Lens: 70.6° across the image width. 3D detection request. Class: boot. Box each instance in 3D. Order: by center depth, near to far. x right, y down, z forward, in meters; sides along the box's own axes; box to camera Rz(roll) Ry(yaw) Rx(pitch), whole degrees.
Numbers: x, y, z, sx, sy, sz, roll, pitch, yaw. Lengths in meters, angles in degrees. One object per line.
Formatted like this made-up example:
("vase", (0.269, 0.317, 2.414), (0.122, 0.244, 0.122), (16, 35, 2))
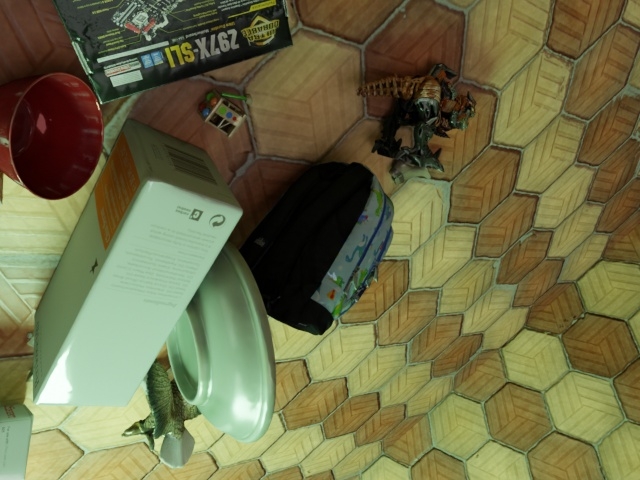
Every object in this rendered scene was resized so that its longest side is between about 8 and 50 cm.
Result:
("boot", (0.220, -0.167, 1.118), (0.087, 0.042, 0.118), (-39, 135, 9))

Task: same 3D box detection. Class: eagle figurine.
("eagle figurine", (-0.355, 0.361, 1.072), (0.225, 0.226, 0.298), (27, 114, -22))

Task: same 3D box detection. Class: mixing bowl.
("mixing bowl", (-0.412, -0.156, 0.649), (0.098, 0.181, 0.181), (13, 126, 7))

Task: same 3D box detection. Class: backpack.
("backpack", (0.000, 0.000, 0.946), (0.273, 0.290, 0.356), (30, 80, -45))

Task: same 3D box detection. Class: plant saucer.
("plant saucer", (-0.219, 0.192, 0.861), (0.100, 0.400, 0.400), (-8, 128, -32))

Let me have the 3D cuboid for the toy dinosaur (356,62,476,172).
("toy dinosaur", (0.204, -0.277, 0.973), (0.322, 0.164, 0.218), (10, 105, -17))

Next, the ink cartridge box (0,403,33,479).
("ink cartridge box", (-0.712, 0.389, 0.833), (0.289, 0.211, 0.122), (7, 77, -36))

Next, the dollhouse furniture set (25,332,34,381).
("dollhouse furniture set", (-0.584, 0.246, 0.914), (0.114, 0.091, 0.081), (-42, 121, 8))

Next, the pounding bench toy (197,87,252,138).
("pounding bench toy", (-0.168, -0.238, 0.798), (0.083, 0.052, 0.065), (-50, 134, 11))

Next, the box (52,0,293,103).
("box", (-0.214, -0.372, 0.644), (0.322, 0.079, 0.257), (-24, 136, -14))

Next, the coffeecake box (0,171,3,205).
("coffeecake box", (-0.549, -0.079, 0.617), (0.185, 0.142, 0.068), (-22, 135, -16))

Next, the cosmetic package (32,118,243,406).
("cosmetic package", (-0.342, 0.050, 0.796), (0.161, 0.230, 0.453), (19, 112, -40))
